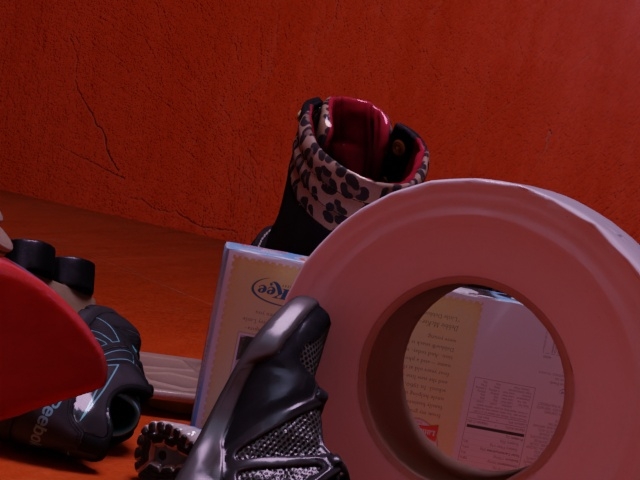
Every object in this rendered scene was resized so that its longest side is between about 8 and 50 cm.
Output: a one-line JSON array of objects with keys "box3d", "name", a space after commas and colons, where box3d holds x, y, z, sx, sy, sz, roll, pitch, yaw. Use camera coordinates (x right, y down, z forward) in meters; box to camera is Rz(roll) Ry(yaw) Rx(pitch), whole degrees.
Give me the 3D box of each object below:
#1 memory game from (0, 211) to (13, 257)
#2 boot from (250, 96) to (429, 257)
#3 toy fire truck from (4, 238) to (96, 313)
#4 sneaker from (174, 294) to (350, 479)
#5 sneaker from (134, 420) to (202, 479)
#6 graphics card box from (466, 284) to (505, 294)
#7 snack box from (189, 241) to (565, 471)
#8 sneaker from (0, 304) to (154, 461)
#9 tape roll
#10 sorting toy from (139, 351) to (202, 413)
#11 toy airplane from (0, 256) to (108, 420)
[{"box3d": [-0.245, -0.055, 0.872, 0.186, 0.012, 0.186, 46, 5, -5], "name": "memory game"}, {"box3d": [0.000, 0.000, 1.460, 0.138, 0.284, 0.377, 16, 24, -4], "name": "boot"}, {"box3d": [-0.361, 0.054, 1.453, 0.246, 0.158, 0.217, -10, -20, 27], "name": "toy fire truck"}, {"box3d": [-0.013, 0.141, 0.984, 0.130, 0.087, 0.227, 21, 47, 4], "name": "sneaker"}, {"box3d": [-0.060, 0.170, 1.166, 0.162, 0.063, 0.073, 14, 2, 33], "name": "sneaker"}, {"box3d": [0.183, 0.097, 1.599, 0.094, 0.232, 0.371, 19, 8, 31], "name": "graphics card box"}, {"box3d": [0.062, 0.122, 1.263, 0.322, 0.187, 0.060, 11, 5, -4], "name": "snack box"}, {"box3d": [-0.192, 0.129, 1.292, 0.106, 0.101, 0.267, 23, 13, 6], "name": "sneaker"}, {"box3d": [0.112, 0.097, 1.076, 0.286, 0.286, 0.100, 13, 4, 20], "name": "tape roll"}, {"box3d": [-0.118, 0.146, 1.531, 0.208, 0.038, 0.193, 14, 3, -19], "name": "sorting toy"}, {"box3d": [-0.361, 0.025, 0.899, 0.386, 0.272, 0.384, 13, 5, 21], "name": "toy airplane"}]
